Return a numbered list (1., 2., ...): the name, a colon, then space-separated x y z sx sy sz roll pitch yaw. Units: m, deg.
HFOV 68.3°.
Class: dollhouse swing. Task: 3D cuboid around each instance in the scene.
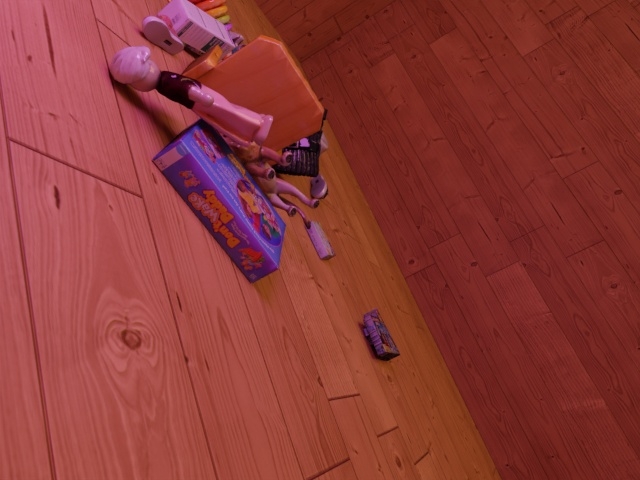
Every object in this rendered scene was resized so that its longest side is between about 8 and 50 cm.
1. dollhouse swing: -0.181 -0.439 1.411 0.346 0.305 0.315 52 17 -28

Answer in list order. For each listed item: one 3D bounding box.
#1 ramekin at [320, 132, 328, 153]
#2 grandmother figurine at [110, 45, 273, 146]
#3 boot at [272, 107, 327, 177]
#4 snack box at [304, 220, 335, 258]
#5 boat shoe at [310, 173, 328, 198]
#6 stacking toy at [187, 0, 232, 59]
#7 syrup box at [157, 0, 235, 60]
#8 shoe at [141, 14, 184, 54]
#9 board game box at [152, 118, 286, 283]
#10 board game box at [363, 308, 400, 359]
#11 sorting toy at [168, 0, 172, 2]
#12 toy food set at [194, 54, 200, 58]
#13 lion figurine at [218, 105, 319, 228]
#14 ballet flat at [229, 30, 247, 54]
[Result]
1. ramekin: -0.076 -0.519 2.275 0.277 0.135 0.277 56 15 -22
2. grandmother figurine: -0.276 -0.311 1.026 0.343 0.103 0.208 21 -1 -27
3. boot: -0.155 -0.375 1.695 0.131 0.349 0.259 -61 163 -81
4. snack box: 0.000 0.000 1.740 0.141 0.037 0.100 64 16 11
5. boat shoe: 0.002 -0.227 2.122 0.076 0.080 0.228 53 8 -24
6. stacking toy: -0.399 -0.826 1.774 0.175 0.166 0.301 -76 151 -57
7. syrup box: -0.384 -0.658 1.487 0.096 0.093 0.237 64 22 12
8. shoe: -0.438 -0.575 1.274 0.081 0.064 0.178 61 9 5
9. board game box: -0.214 -0.102 1.099 0.347 0.078 0.233 55 15 -22
10. board game box: 0.211 0.345 1.768 0.194 0.060 0.194 35 29 -61
11. sorting toy: -0.478 -0.831 1.587 0.044 0.075 0.083 61 14 -1
12. toy food set: -0.411 -0.647 1.581 0.078 0.019 0.122 33 31 -62
13. lion figurine: -0.166 -0.184 1.323 0.240 0.142 0.392 23 -27 32
14. ballet flat: -0.348 -0.810 1.980 0.247 0.087 0.083 63 14 9
